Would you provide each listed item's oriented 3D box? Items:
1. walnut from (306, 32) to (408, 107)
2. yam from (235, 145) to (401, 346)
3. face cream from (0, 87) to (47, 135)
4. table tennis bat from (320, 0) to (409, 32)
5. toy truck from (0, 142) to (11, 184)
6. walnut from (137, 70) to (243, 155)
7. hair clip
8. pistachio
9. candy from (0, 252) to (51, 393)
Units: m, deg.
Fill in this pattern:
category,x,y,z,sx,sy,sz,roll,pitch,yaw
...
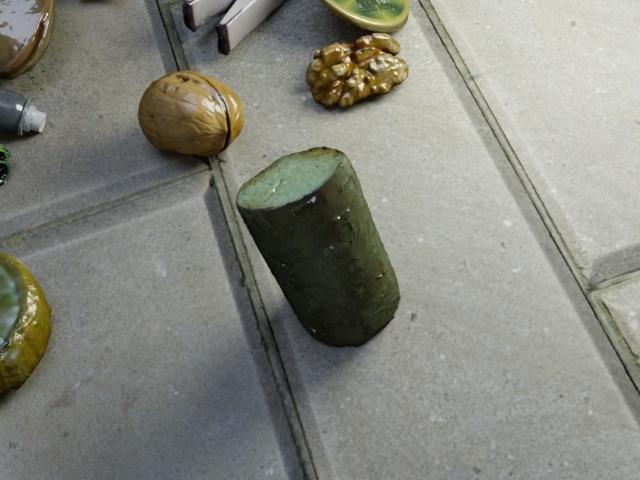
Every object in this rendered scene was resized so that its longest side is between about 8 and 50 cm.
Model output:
category,x,y,z,sx,sy,sz,roll,pitch,yaw
walnut,0.057,-0.293,1.766,0.170,0.069,0.143,-18,52,1
yam,0.000,0.000,1.429,0.168,0.304,0.168,-12,46,13
face cream,-0.611,-0.244,1.806,0.283,0.073,0.073,17,54,-12
table tennis bat,0.033,-0.475,1.854,0.198,0.050,0.321,-13,59,-39
toy truck,-0.638,-0.110,1.723,0.128,0.135,0.259,30,53,30
walnut,-0.207,-0.206,1.717,0.180,0.144,0.144,20,60,34
hair clip,-0.106,-0.471,1.922,0.101,0.085,0.331,29,58,26
pistachio,-0.559,-0.409,1.924,0.213,0.163,0.260,-47,54,18
candy,-0.523,0.131,1.551,0.259,0.118,0.260,-2,54,3
